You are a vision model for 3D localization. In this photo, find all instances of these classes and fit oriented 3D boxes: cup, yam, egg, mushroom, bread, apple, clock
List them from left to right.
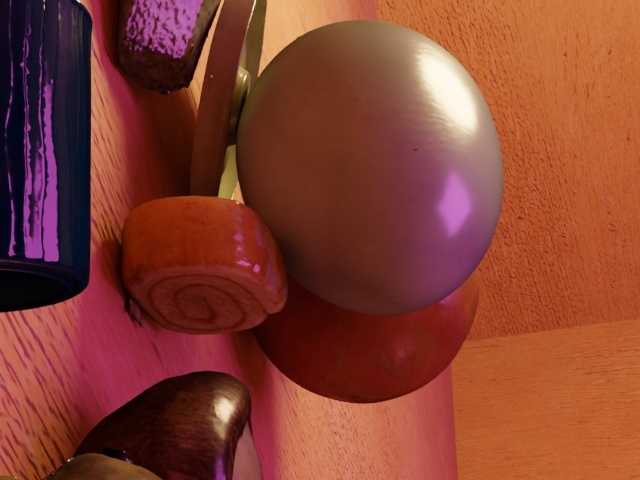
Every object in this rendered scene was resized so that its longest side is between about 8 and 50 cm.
[{"bbox_3d":[-0.161,-0.037,0.591,0.150,0.114,0.138,46,38,-70],"label":"cup"},{"bbox_3d":[-0.096,0.184,0.762,0.231,0.138,0.194,87,-11,-47],"label":"mushroom"},{"bbox_3d":[-0.125,-0.255,1.038,0.106,0.106,0.259,64,18,-59],"label":"yam"},{"bbox_3d":[-0.087,0.025,0.928,0.149,0.122,0.073,60,26,-62],"label":"bread"},{"bbox_3d":[-0.082,-0.125,1.127,0.235,0.029,0.234,11,90,-88],"label":"clock"},{"bbox_3d":[0.043,0.040,1.264,0.253,0.254,0.253,-9,90,-80],"label":"apple"},{"bbox_3d":[0.042,-0.065,1.045,0.371,0.230,0.229,-100,177,-64],"label":"egg"}]

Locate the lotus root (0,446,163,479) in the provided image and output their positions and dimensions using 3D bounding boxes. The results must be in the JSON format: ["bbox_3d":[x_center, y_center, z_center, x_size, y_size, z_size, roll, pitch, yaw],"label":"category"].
[{"bbox_3d":[-0.122,0.194,0.503,0.275,0.152,0.160,-61,151,-71],"label":"lotus root"}]
